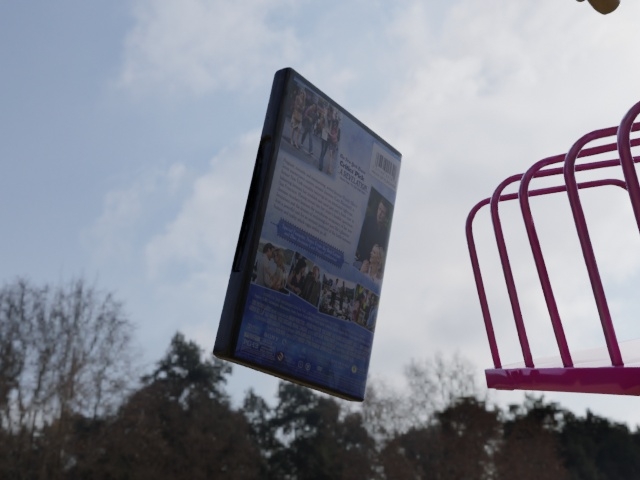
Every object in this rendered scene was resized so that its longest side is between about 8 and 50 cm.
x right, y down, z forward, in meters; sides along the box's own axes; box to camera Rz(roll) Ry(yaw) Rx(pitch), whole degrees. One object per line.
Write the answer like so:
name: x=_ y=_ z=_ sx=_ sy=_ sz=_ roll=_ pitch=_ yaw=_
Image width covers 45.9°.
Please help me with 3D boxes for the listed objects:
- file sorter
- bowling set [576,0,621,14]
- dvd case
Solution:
file sorter: x=0.255 y=0.009 z=0.580 sx=0.202 sy=0.182 sz=0.291 roll=-9 pitch=-8 yaw=-11
bowling set: x=0.392 y=-0.487 z=1.135 sx=0.154 sy=0.287 sz=0.200 roll=30 pitch=-3 yaw=-30
dvd case: x=0.000 y=0.000 z=0.667 sx=0.022 sy=0.253 sz=0.180 roll=-4 pitch=-23 yaw=40
